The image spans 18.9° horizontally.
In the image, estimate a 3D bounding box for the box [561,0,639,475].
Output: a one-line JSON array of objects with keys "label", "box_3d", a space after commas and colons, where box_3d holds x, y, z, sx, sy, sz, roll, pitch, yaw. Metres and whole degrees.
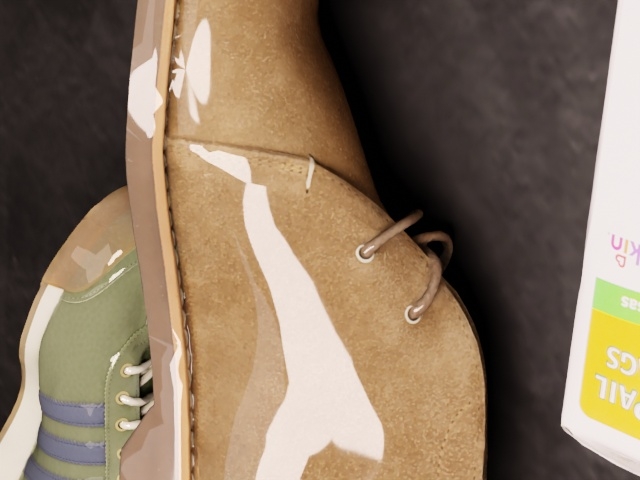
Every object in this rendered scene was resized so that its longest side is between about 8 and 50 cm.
[{"label": "box", "box_3d": [0.137, -0.043, 0.426, 0.103, 0.114, 0.203, 22, 116, 37]}]

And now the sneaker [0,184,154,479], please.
[{"label": "sneaker", "box_3d": [-0.070, 0.074, 0.706, 0.086, 0.064, 0.192, 41, 128, 20]}]

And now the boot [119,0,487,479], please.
[{"label": "boot", "box_3d": [0.000, 0.000, 0.610, 0.115, 0.112, 0.305, 2, 100, 14]}]
